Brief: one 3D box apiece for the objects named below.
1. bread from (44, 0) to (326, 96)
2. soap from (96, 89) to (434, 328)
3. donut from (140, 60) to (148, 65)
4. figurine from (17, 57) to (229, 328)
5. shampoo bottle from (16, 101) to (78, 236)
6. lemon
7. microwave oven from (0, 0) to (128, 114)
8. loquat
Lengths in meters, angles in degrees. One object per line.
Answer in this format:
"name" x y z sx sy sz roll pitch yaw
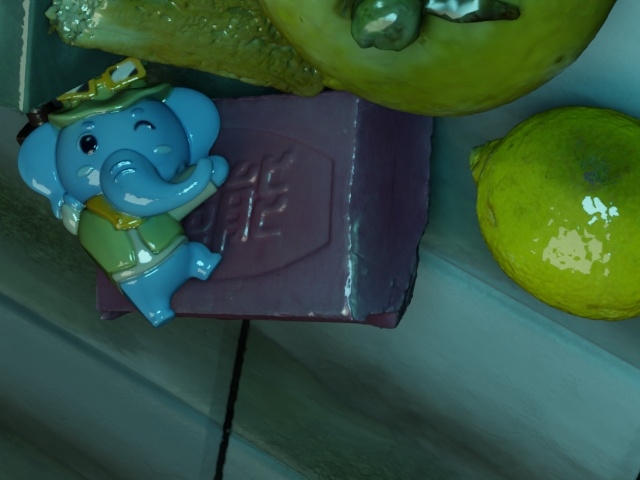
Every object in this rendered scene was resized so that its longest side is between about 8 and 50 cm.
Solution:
"bread" -0.118 -0.234 1.662 0.185 0.380 0.109 -50 51 27
"soap" -0.061 -0.028 1.908 0.359 0.128 0.233 -1 86 40
"donut" -0.299 -0.255 2.003 0.232 0.085 0.199 17 136 25
"figurine" -0.176 -0.057 1.848 0.180 0.154 0.262 -36 79 21
"shampoo bottle" -0.297 -0.101 2.171 0.067 0.068 0.236 3 131 38
"lemon" 0.246 -0.025 1.689 0.256 0.188 0.188 27 140 16
"microwave oven" -0.373 -0.351 1.780 0.432 0.236 0.374 23 122 22
"loquat" 0.087 -0.246 1.477 0.328 0.359 0.328 9 128 12
